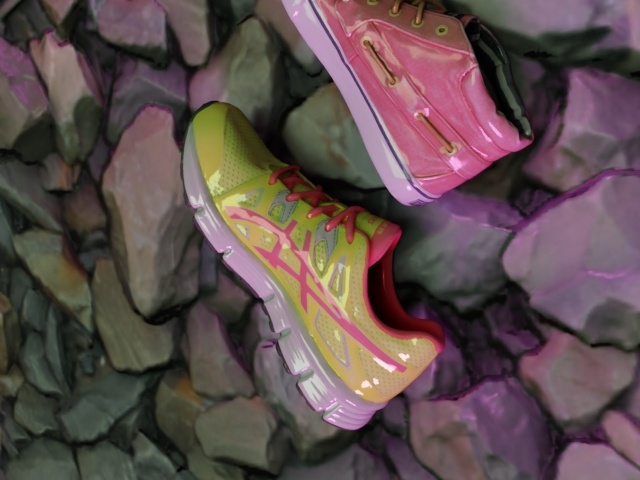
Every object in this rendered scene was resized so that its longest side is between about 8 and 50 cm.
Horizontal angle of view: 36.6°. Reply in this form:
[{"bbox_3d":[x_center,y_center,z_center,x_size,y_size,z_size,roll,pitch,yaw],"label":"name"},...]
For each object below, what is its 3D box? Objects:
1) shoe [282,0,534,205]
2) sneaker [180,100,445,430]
[{"bbox_3d":[0.043,-0.112,0.518,0.081,0.063,0.178,-27,91,32],"label":"shoe"},{"bbox_3d":[0.000,0.000,0.563,0.094,0.081,0.208,-33,89,25],"label":"sneaker"}]
